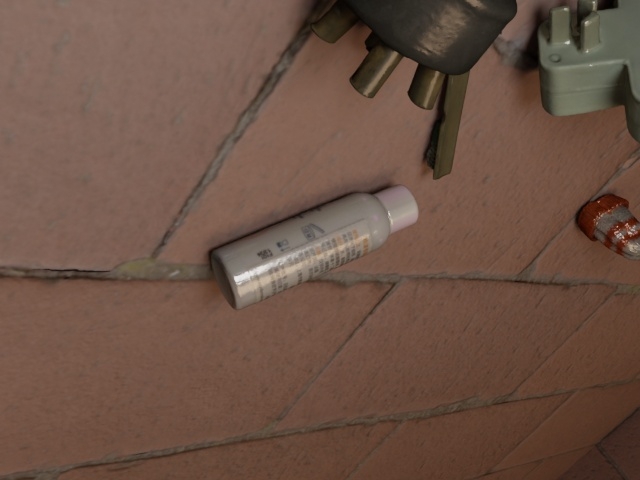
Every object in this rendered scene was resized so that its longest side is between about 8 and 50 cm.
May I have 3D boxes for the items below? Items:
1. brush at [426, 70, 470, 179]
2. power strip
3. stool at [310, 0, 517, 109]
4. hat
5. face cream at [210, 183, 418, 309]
[{"bbox_3d":[0.157,-0.158,1.028,0.034,0.027,0.190,-23,139,-25],"label":"brush"},{"bbox_3d":[0.387,-0.234,0.966,0.261,0.229,0.141,-4,147,15],"label":"power strip"},{"bbox_3d":[0.063,-0.223,0.756,0.228,0.153,0.139,32,121,-11],"label":"stool"},{"bbox_3d":[0.540,-0.004,1.460,0.093,0.162,0.112,-45,151,11],"label":"hat"},{"bbox_3d":[0.000,0.000,1.034,0.269,0.082,0.082,-23,147,-20],"label":"face cream"}]
